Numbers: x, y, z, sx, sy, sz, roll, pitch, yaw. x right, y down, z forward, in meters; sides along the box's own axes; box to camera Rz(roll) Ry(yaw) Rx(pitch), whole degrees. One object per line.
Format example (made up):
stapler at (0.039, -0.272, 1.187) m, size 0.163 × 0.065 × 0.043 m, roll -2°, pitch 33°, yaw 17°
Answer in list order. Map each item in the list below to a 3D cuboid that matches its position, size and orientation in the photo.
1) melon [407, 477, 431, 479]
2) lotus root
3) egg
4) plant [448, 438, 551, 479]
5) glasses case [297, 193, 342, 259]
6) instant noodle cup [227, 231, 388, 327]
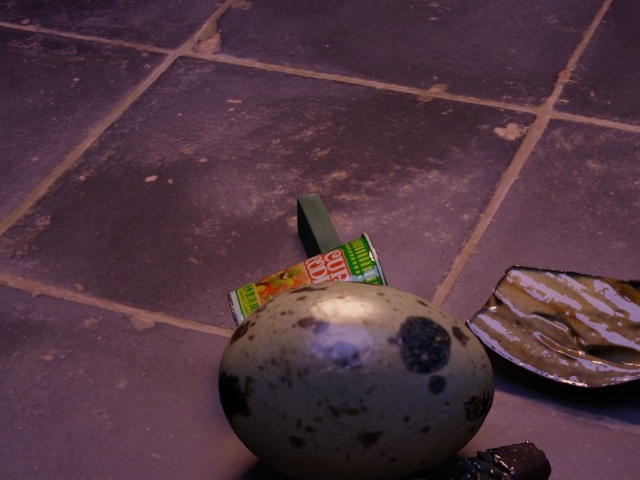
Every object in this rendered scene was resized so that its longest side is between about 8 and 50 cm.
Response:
melon at (0.139, 0.376, 1.994) m, size 0.099 × 0.099 × 0.162 m, roll -8°, pitch 33°, yaw -6°
lotus root at (0.393, 0.130, 2.292) m, size 0.314 × 0.142 × 0.210 m, roll 20°, pitch 79°, yaw 23°
egg at (0.049, 0.197, 2.086) m, size 0.379 × 0.287 × 0.287 m, roll -4°, pitch 36°, yaw 7°
plant at (0.242, 0.326, 2.062) m, size 0.143 × 0.092 × 0.094 m, roll -18°, pitch 45°, yaw -32°
glasses case at (0.000, 0.000, 2.539) m, size 0.039 × 0.077 × 0.184 m, roll -8°, pitch 36°, yaw -12°
instant noodle cup at (-0.011, 0.118, 2.301) m, size 0.233 × 0.207 × 0.207 m, roll -17°, pitch 37°, yaw -4°
